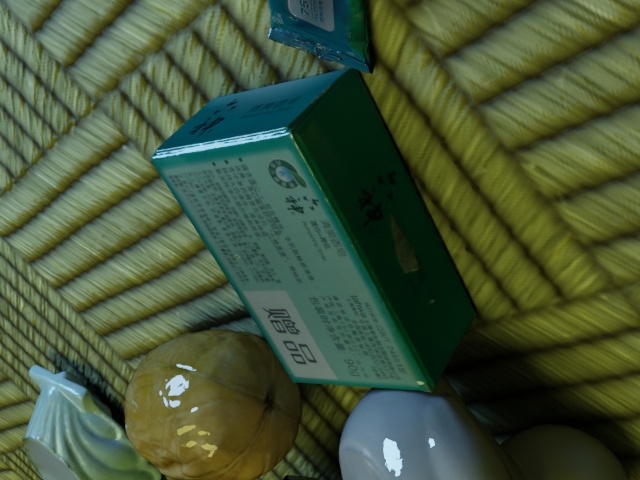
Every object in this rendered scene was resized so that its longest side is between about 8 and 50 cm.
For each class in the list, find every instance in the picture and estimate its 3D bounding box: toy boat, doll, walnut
[{"bbox_3d":[-0.334,0.295,1.273,0.199,0.100,0.290,14,138,27],"label":"toy boat"},{"bbox_3d":[0.142,0.207,0.748,0.251,0.221,0.221,55,150,27],"label":"doll"},{"bbox_3d":[-0.107,0.167,0.916,0.165,0.165,0.197,48,141,-13],"label":"walnut"}]

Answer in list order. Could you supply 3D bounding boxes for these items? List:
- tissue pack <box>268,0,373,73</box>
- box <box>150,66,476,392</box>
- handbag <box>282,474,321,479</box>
[{"bbox_3d":[-0.001,-0.174,0.588,0.085,0.028,0.138,26,146,20],"label":"tissue pack"},{"bbox_3d":[0.000,0.000,0.711,0.153,0.092,0.244,-3,126,41],"label":"box"},{"bbox_3d":[0.059,0.419,0.931,0.358,0.160,0.237,44,-177,20],"label":"handbag"}]
